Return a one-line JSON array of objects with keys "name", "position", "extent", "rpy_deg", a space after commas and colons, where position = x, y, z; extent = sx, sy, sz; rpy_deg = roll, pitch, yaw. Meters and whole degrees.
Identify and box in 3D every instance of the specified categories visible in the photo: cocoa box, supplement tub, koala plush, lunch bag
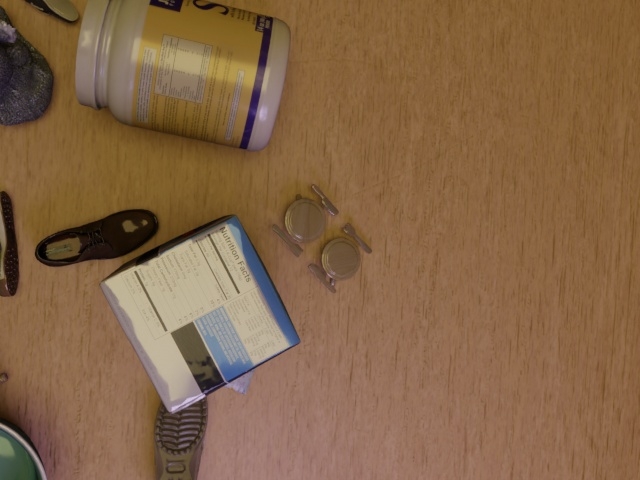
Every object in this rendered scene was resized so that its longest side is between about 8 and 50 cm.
[{"name": "cocoa box", "position": [-0.201, 0.102, 1.143], "extent": [0.228, 0.347, 0.231], "rpy_deg": [-28, 96, -8]}, {"name": "supplement tub", "position": [-0.235, -0.302, 1.173], "extent": [0.331, 0.241, 0.241], "rpy_deg": [11, 91, -11]}, {"name": "koala plush", "position": [-0.565, -0.295, 1.123], "extent": [0.203, 0.221, 0.196], "rpy_deg": [40, 85, -10]}, {"name": "lunch bag", "position": [-0.166, 0.250, 1.307], "extent": [0.071, 0.053, 0.083], "rpy_deg": [24, 79, -12]}]

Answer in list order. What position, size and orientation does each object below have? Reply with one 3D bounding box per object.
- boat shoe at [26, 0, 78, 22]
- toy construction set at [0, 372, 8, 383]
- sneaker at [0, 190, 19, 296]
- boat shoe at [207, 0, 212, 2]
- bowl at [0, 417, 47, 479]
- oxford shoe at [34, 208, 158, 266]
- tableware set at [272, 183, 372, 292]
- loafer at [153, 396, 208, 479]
[{"name": "boat shoe", "position": [-0.504, -0.437, 1.221], "extent": [0.125, 0.038, 0.046], "rpy_deg": [32, 45, -15]}, {"name": "toy construction set", "position": [-0.731, 0.201, 1.090], "extent": [0.237, 0.309, 0.257], "rpy_deg": [-27, 89, -3]}, {"name": "sneaker", "position": [-0.607, 0.008, 1.214], "extent": [0.086, 0.064, 0.192], "rpy_deg": [-4, 93, -3]}, {"name": "boat shoe", "position": [-0.189, -0.417, 1.281], "extent": [0.035, 0.035, 0.100], "rpy_deg": [-38, 92, -4]}, {"name": "bowl", "position": [-0.625, 0.434, 1.176], "extent": [0.311, 0.163, 0.312], "rpy_deg": [0, 93, -11]}, {"name": "oxford shoe", "position": [-0.410, 0.001, 1.230], "extent": [0.227, 0.096, 0.083], "rpy_deg": [-21, 94, -10]}, {"name": "tableware set", "position": [0.000, 0.000, 1.333], "extent": [0.128, 0.039, 0.194], "rpy_deg": [-47, 105, -17]}, {"name": "loafer", "position": [-0.274, 0.401, 1.278], "extent": [0.101, 0.092, 0.269], "rpy_deg": [9, 75, -12]}]
